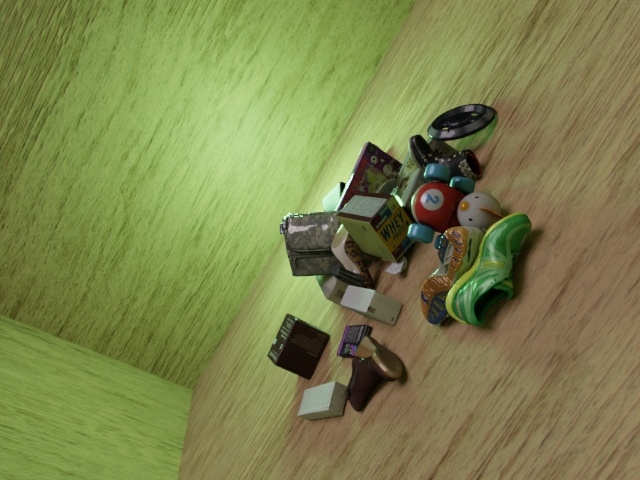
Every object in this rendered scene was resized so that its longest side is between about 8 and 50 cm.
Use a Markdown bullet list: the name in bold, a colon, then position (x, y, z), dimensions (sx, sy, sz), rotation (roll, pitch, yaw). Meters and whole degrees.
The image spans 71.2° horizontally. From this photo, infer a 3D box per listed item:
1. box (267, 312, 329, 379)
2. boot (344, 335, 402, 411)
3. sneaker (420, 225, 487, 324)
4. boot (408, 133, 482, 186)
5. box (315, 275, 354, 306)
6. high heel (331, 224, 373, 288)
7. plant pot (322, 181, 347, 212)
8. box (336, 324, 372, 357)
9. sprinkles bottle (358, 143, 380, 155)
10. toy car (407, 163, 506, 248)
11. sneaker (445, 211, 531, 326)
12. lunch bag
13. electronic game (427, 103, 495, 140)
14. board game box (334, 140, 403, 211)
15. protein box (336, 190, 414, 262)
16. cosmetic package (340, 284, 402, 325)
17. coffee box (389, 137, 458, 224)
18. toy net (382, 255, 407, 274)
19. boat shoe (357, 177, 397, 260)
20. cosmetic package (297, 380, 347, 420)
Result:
- **box**: position (-0.095, 0.439, 1.875), dimensions (0.203, 0.166, 0.168), rotation (-64, 16, -9)
- **boot**: position (0.154, 0.423, 1.342), dimensions (0.248, 0.090, 0.207), rotation (-143, 70, -73)
- **sneaker**: position (0.362, 0.099, 1.174), dimensions (0.112, 0.130, 0.297), rotation (52, 138, 45)
- **boot**: position (0.405, -0.270, 1.458), dimensions (0.085, 0.237, 0.178), rotation (-30, 1, -34)
- **box**: position (0.063, 0.184, 1.919), dimensions (0.094, 0.113, 0.275), rotation (-61, 14, 7)
- **high heel**: position (0.135, 0.055, 1.718), dimensions (0.093, 0.186, 0.262), rotation (-29, 43, 44)
- **plant pot**: position (0.129, -0.143, 2.160), dimensions (0.188, 0.187, 0.167), rotation (-42, 38, 49)
- **box**: position (0.119, 0.361, 1.598), dimensions (0.162, 0.029, 0.116), rotation (-29, 37, 65)
- **sprinkles bottle**: position (0.255, -0.355, 2.198), dimensions (0.121, 0.121, 0.356), rotation (-52, 19, 29)
- **toy car**: position (0.392, -0.083, 1.218), dimensions (0.238, 0.210, 0.220), rotation (8, 80, 60)
- **sneaker**: position (0.418, 0.076, 1.053), dimensions (0.296, 0.109, 0.123), rotation (-61, 35, 7)
- **lunch bag**: position (0.000, 0.000, 1.882), dimensions (0.212, 0.304, 0.256), rotation (-44, -53, -64)
- **electronic game**: position (0.482, -0.407, 1.542), dimensions (0.229, 0.048, 0.229), rotation (-20, 31, 12)
- **board game box**: position (0.218, -0.233, 1.955), dimensions (0.347, 0.208, 0.056), rotation (-66, 16, -14)
- **protein box**: position (0.202, -0.053, 1.583), dimensions (0.136, 0.200, 0.201), rotation (-48, 29, -15)
- **cosmetic package**: position (0.167, 0.217, 1.527), dimensions (0.086, 0.117, 0.231), rotation (-66, 17, -10)
- **coffee box**: position (0.360, -0.209, 1.630), dimensions (0.297, 0.118, 0.168), rotation (-65, 17, -13)
- **toy net**: position (0.280, 0.052, 1.602), dimensions (0.122, 0.045, 0.232), rotation (-30, 29, 16)
- **boat shoe**: position (0.228, -0.090, 1.824), dimensions (0.356, 0.132, 0.130), rotation (-63, 14, -7)
- **cosmetic package**: position (0.006, 0.562, 1.555), dimensions (0.239, 0.060, 0.099), rotation (-40, 25, 53)
